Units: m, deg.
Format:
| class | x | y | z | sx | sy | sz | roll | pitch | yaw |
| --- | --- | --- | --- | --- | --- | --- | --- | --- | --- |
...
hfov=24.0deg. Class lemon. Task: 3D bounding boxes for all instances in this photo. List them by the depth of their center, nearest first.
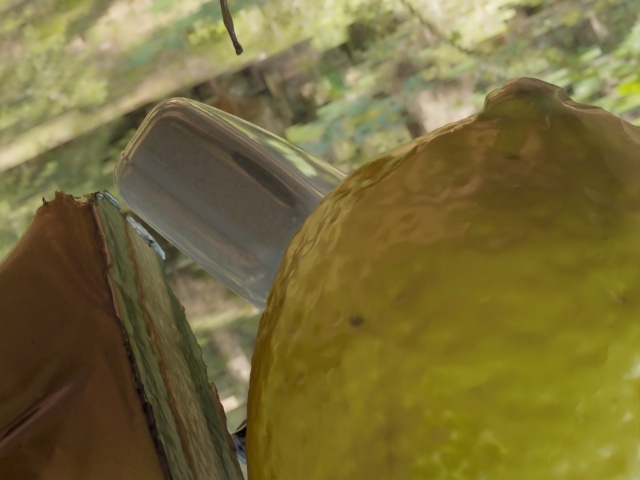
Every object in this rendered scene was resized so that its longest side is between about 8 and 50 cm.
| class | x | y | z | sx | sy | sz | roll | pitch | yaw |
| --- | --- | --- | --- | --- | --- | --- | --- | --- | --- |
| lemon | 0.113 | 0.100 | 0.781 | 0.336 | 0.336 | 0.336 | -25 | -172 | 3 |

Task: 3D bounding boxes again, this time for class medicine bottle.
| class | x | y | z | sx | sy | sz | roll | pitch | yaw |
| --- | --- | --- | --- | --- | --- | --- | --- | --- | --- |
| medicine bottle | 0.000 | 0.000 | 1.339 | 0.123 | 0.282 | 0.375 | -56 | 149 | 6 |

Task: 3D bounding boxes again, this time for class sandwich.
| class | x | y | z | sx | sy | sz | roll | pitch | yaw |
| --- | --- | --- | --- | --- | --- | --- | --- | --- | --- |
| sandwich | -0.172 | 0.117 | 0.908 | 0.198 | 0.227 | 0.155 | -25 | 146 | 7 |

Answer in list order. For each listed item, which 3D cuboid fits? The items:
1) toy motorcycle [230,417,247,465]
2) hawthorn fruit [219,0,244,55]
| class | x | y | z | sx | sy | sz | roll | pitch | yaw |
| --- | --- | --- | --- | --- | --- | --- | --- | --- | --- |
| toy motorcycle | -0.015 | 0.138 | 1.161 | 0.124 | 0.061 | 0.193 | -42 | 168 | 17 |
| hawthorn fruit | -0.098 | -0.243 | 1.088 | 0.163 | 0.203 | 0.162 | -14 | -129 | 18 |
